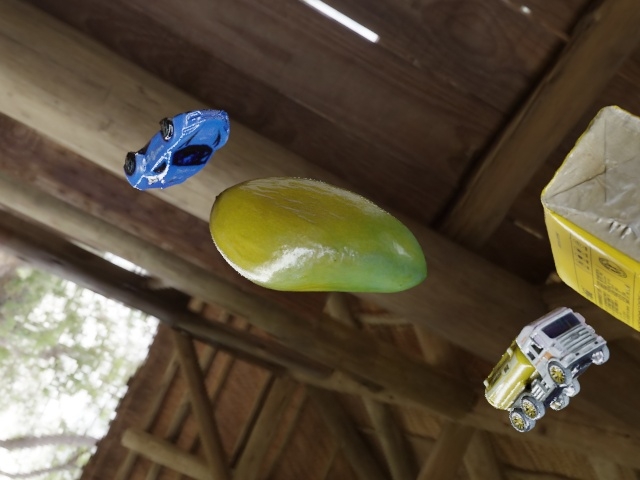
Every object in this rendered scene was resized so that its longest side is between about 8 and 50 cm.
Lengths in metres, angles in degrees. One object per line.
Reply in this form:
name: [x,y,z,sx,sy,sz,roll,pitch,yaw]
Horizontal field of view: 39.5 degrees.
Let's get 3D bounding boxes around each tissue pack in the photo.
tissue pack: [0.532,-0.005,1.425,0.228,0.293,0.382,-53,154,-6]

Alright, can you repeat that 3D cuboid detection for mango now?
mango: [-0.002,-0.006,0.970,0.091,0.237,0.137,118,-29,-48]

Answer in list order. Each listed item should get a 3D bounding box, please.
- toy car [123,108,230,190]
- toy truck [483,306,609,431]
toy car: [-0.200,-0.124,1.269,0.216,0.103,0.063,-28,-105,51]
toy truck: [0.324,0.191,1.325,0.098,0.114,0.227,-24,152,-28]
